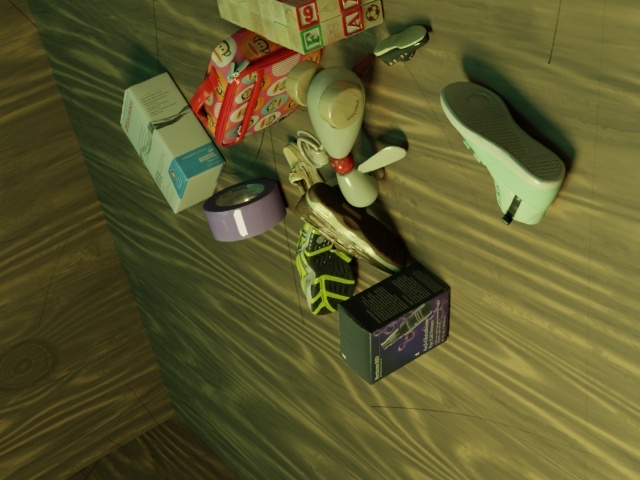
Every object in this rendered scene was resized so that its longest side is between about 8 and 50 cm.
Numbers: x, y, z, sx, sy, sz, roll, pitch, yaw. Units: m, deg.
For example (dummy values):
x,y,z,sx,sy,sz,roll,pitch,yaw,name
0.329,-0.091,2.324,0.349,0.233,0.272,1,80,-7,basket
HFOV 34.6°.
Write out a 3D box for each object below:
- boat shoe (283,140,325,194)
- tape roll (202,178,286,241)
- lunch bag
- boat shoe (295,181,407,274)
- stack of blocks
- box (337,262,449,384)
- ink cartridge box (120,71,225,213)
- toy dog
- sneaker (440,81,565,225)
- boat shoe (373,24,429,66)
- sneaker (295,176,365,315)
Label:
x,y,z,sx,sy,sz,roll,pitch,yaw,name
-0.039,-0.142,2.276,0.170,0.059,0.063,56,155,12,boat shoe
-0.182,-0.075,2.471,0.189,0.189,0.080,18,131,57,tape roll
-0.140,-0.316,2.048,0.120,0.258,0.293,56,156,14,lunch bag
0.059,-0.012,2.083,0.257,0.095,0.095,41,126,-12,boat shoe
-0.046,-0.436,1.845,0.297,0.171,0.087,34,144,48,stack of blocks
0.146,0.165,2.053,0.108,0.207,0.153,41,148,39,box
-0.404,-0.263,2.782,0.307,0.129,0.223,57,156,11,ink cartridge box
0.064,-0.224,1.934,0.220,0.161,0.333,48,167,22,toy dog
0.271,-0.131,1.637,0.256,0.094,0.151,50,156,27,sneaker
0.144,-0.329,1.743,0.042,0.049,0.133,40,156,-22,boat shoe
0.000,0.000,2.257,0.147,0.145,0.384,58,152,36,sneaker
